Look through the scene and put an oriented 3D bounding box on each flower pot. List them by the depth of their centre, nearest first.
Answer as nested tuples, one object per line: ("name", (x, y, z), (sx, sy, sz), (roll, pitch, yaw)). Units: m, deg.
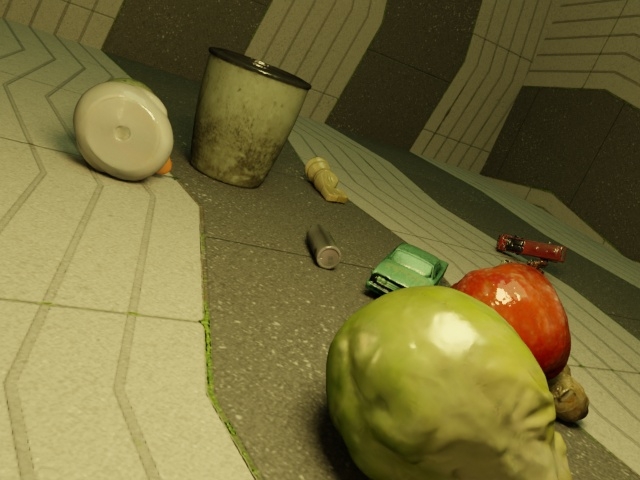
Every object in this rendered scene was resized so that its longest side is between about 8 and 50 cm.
("flower pot", (-0.213, -0.337, 1.597), (0.293, 0.330, 0.294), (19, 20, -7))

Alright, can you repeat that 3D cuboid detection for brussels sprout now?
("brussels sprout", (0.141, 0.186, 0.692), (0.273, 0.242, 0.317), (39, 10, -36))

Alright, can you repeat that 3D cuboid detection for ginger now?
("ginger", (0.426, 0.253, 1.054), (0.104, 0.080, 0.204), (43, 15, -16))

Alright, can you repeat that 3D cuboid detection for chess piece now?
("chess piece", (0.019, -0.187, 1.865), (0.090, 0.090, 0.200), (10, 32, -32))

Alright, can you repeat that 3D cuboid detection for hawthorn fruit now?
("hawthorn fruit", (0.320, 0.179, 0.963), (0.241, 0.242, 0.272), (8, 46, -37))

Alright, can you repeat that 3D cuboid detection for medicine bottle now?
("medicine bottle", (0.000, 0.000, 1.319), (0.057, 0.058, 0.199), (16, 18, -18))

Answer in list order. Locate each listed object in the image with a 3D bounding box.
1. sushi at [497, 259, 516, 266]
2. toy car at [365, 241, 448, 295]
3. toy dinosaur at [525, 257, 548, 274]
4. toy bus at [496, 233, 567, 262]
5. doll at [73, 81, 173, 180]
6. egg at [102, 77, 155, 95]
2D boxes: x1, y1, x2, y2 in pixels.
("sushi", (0.537, 0.111, 1.577), (0.078, 0.091, 0.150), (15, 21, -7))
("toy car", (0.204, 0.068, 1.292), (0.141, 0.097, 0.320), (26, 18, 14))
("toy dinosaur", (0.744, 0.087, 1.952), (0.055, 0.049, 0.154), (24, 12, 39))
("toy bus", (0.733, 0.026, 1.988), (0.234, 0.074, 0.096), (13, 2, 31))
("doll", (-0.441, -0.247, 1.312), (0.251, 0.221, 0.221), (44, 10, -22))
("egg", (-0.513, -0.323, 1.459), (0.176, 0.177, 0.228), (24, 28, 6))
